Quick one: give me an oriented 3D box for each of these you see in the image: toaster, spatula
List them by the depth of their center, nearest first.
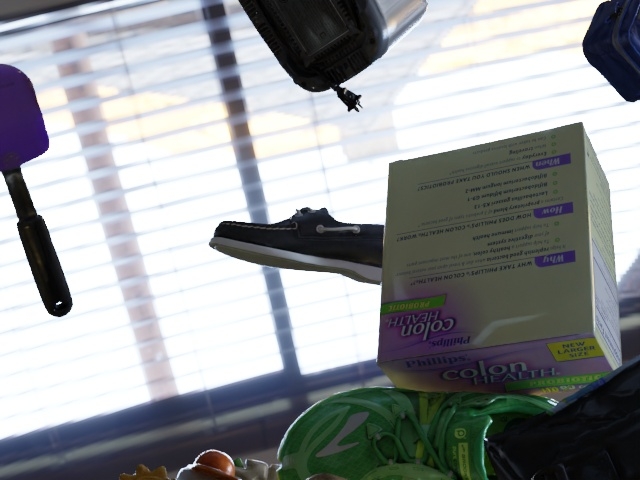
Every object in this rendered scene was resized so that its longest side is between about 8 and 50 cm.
[{"bbox_3d":[-0.272,-0.032,1.009,0.084,0.296,0.030,-20,-133,-13],"label":"spatula"},{"bbox_3d":[0.012,-0.247,1.056,0.129,0.227,0.146,-28,-170,38],"label":"toaster"}]

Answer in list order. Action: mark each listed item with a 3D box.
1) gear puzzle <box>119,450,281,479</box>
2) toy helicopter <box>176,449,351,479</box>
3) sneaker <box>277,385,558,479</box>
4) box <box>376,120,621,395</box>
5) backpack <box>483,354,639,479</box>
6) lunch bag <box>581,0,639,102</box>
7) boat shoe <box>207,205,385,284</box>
[{"bbox_3d":[-0.079,0.339,1.273,0.338,0.044,0.176,14,-132,-11],"label":"gear puzzle"},{"bbox_3d":[-0.081,0.278,0.989,0.355,0.140,0.235,-34,-142,39],"label":"toy helicopter"},{"bbox_3d":[0.106,0.183,1.005,0.295,0.110,0.123,-5,172,-7],"label":"sneaker"},{"bbox_3d":[0.181,0.028,1.107,0.213,0.117,0.243,-11,-127,24],"label":"box"},{"bbox_3d":[0.349,0.159,0.753,0.355,0.273,0.290,-43,-137,0],"label":"backpack"},{"bbox_3d":[0.278,-0.170,0.942,0.065,0.098,0.067,-4,-124,55],"label":"lunch bag"},{"bbox_3d":[0.000,0.000,1.486,0.302,0.091,0.114,11,172,-18],"label":"boat shoe"}]
